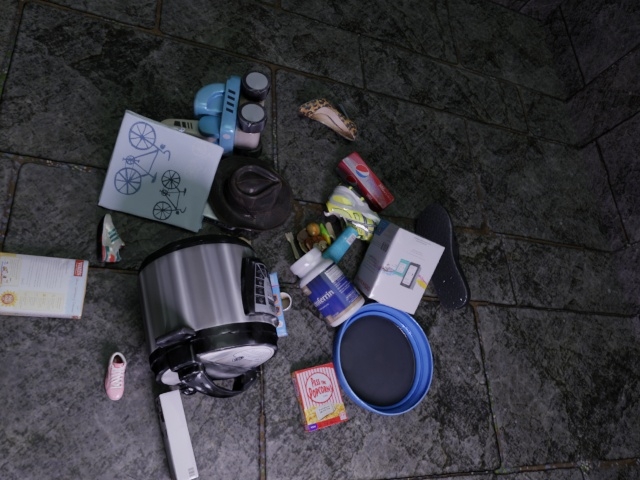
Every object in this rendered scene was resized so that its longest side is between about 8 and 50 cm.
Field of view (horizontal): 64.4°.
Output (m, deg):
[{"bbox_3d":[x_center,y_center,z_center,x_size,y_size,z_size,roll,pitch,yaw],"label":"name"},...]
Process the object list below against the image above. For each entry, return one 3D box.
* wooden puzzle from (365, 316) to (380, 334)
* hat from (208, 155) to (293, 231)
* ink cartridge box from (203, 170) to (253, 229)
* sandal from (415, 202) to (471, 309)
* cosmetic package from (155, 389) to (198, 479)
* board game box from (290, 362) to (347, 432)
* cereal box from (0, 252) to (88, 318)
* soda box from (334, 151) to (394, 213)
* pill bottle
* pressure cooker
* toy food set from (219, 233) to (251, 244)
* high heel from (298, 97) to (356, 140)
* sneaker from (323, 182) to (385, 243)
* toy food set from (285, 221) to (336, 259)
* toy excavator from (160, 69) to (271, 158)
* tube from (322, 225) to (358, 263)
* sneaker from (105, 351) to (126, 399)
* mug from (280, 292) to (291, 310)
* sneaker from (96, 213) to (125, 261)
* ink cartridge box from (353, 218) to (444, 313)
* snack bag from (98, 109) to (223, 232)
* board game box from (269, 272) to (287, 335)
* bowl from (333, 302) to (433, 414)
[{"bbox_3d":[0.195,0.328,1.897,0.049,0.006,0.083,-3,69,-28],"label":"wooden puzzle"},{"bbox_3d":[-0.230,-0.192,1.796,0.331,0.134,0.331,12,62,-23],"label":"hat"},{"bbox_3d":[-0.333,-0.146,1.827,0.208,0.045,0.206,19,60,-17],"label":"ink cartridge box"},{"bbox_3d":[0.511,0.067,2.111,0.107,0.167,0.446,4,71,-53],"label":"sandal"},{"bbox_3d":[-0.410,0.554,1.435,0.060,0.099,0.239,-10,72,-27],"label":"cosmetic package"},{"bbox_3d":[-0.006,0.518,1.685,0.146,0.045,0.194,-7,70,-29],"label":"board game box"},{"bbox_3d":[-0.806,0.132,1.459,0.240,0.047,0.173,9,64,-24],"label":"cereal box"},{"bbox_3d":[0.181,-0.233,2.104,0.263,0.083,0.092,50,56,2],"label":"soda box"},{"bbox_3d":[0.020,0.160,1.799,0.153,0.153,0.265,-37,86,-34],"label":"pill bottle"},{"bbox_3d":[-0.313,0.240,1.454,0.369,0.375,0.421,-2,61,-30],"label":"pressure cooker"},{"bbox_3d":[-0.306,0.020,1.782,0.122,0.019,0.078,18,61,-27],"label":"toy food set"},{"bbox_3d":[0.038,-0.503,2.146,0.261,0.093,0.186,-8,65,-39],"label":"high heel"},{"bbox_3d":[0.171,-0.050,2.005,0.384,0.145,0.147,43,83,-4],"label":"sneaker"},{"bbox_3d":[-0.023,-0.004,1.905,0.192,0.038,0.132,-15,73,-23],"label":"toy food set"},{"bbox_3d":[-0.423,-0.415,1.839,0.445,0.222,0.433,7,65,-9],"label":"toy excavator"},{"bbox_3d":[0.060,0.039,1.899,0.080,0.052,0.207,42,82,-13],"label":"tube"},{"bbox_3d":[-0.582,0.382,1.444,0.051,0.070,0.134,4,67,-27],"label":"sneaker"},{"bbox_3d":[-0.131,0.211,1.750,0.062,0.064,0.078,-41,73,-7],"label":"mug"},{"bbox_3d":[-0.658,-0.005,1.601,0.075,0.057,0.161,12,60,-40],"label":"sneaker"},{"bbox_3d":[0.280,0.093,1.865,0.197,0.198,0.270,22,97,-17],"label":"ink cartridge box"},{"bbox_3d":[-0.519,-0.222,1.680,0.342,0.037,0.323,16,94,-17],"label":"snack bag"},{"bbox_3d":[-0.206,0.225,1.690,0.160,0.039,0.212,-10,70,-5],"label":"board game box"},{"bbox_3d":[0.221,0.422,1.820,0.391,0.077,0.391,10,65,-22],"label":"bowl"}]
